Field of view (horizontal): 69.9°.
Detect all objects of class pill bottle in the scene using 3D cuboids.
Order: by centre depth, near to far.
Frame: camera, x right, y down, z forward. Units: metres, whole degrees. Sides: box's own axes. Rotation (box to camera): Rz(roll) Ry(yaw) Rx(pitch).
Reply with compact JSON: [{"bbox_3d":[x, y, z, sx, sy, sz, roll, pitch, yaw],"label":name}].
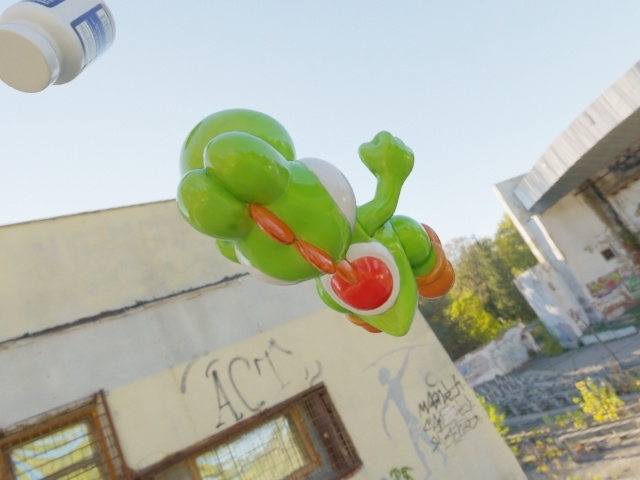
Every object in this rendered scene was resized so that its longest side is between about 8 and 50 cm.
[{"bbox_3d":[-0.384,-0.290,0.657,0.112,0.186,0.112,3,-49,3],"label":"pill bottle"}]

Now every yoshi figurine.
[{"bbox_3d":[-0.005,-0.024,0.483,0.203,0.203,0.362,4,-17,36],"label":"yoshi figurine"}]
